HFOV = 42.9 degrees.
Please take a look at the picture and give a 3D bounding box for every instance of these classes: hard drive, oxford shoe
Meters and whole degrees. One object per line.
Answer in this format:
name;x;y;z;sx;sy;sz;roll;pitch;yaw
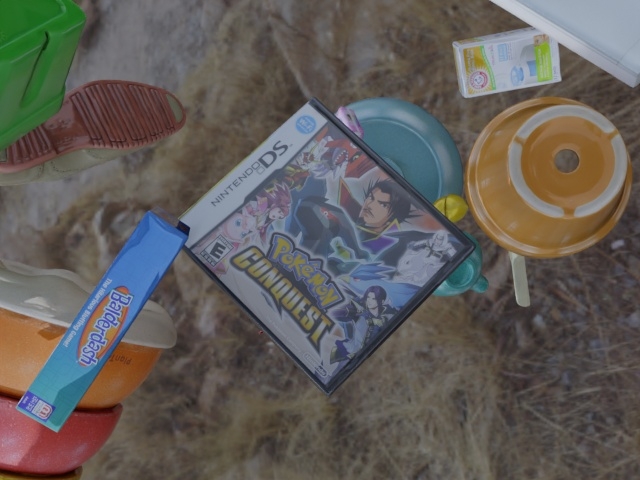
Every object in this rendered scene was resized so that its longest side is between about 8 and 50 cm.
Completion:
hard drive;0.342;-0.347;1.064;0.307;0.203;0.040;41;162;23
oxford shoe;-0.446;-0.196;1.513;0.146;0.397;0.140;-44;66;57

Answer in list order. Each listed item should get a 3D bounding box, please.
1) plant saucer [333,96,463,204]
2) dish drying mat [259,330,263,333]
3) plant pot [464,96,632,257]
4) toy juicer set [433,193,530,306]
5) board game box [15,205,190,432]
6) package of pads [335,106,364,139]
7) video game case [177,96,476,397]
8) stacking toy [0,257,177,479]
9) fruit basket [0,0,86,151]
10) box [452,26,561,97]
plant saucer;0.118;-0.119;1.597;0.318;0.044;0.317;5;107;15
dish drying mat;-0.079;0.138;1.459;0.032;0.083;0.008;-31;103;40
plant pot;0.281;-0.081;0.976;0.188;0.205;0.205;16;-107;-83
toy juicer set;0.252;0.012;1.523;0.089;0.329;0.209;-124;40;-67
board game box;-0.203;0.067;0.793;0.210;0.047;0.160;-56;9;-1
package of pads;0.047;-0.189;1.411;0.083;0.032;0.050;-110;38;-49
video game case;0.000;0.000;0.965;0.275;0.248;0.035;44;167;12
stacking toy;-0.430;0.272;1.113;0.351;0.351;0.480;10;80;55
fruit basket;-0.461;-0.139;0.874;0.283;0.392;0.392;49;144;-12
box;0.389;-0.377;1.713;0.103;0.203;0.114;-85;-15;-71
